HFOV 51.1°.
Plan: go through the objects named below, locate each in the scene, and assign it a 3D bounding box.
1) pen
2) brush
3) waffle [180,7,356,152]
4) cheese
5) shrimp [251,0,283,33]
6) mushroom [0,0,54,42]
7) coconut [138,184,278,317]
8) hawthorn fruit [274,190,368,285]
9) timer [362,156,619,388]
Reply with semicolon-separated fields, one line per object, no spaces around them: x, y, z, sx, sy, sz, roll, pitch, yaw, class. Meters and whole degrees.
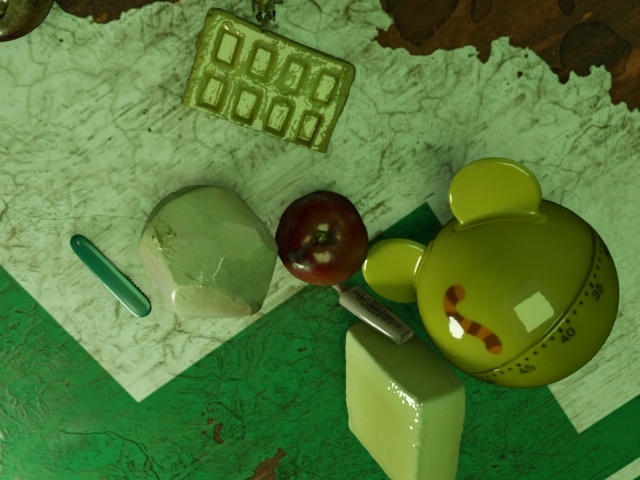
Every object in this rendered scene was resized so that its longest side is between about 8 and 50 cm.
0.086;0.124;1.236;0.053;0.197;0.032;-27;136;-35;pen
-0.376;0.062;1.213;0.043;0.032;0.193;-40;99;11;brush
-0.085;-0.261;1.124;0.274;0.057;0.168;18;105;-15;waffle
0.150;0.306;1.238;0.124;0.242;0.265;-22;128;-28;cheese
-0.051;-0.416;1.075;0.124;0.034;0.178;1;91;-24;shrimp
-0.517;-0.419;0.946;0.278;0.163;0.297;-43;111;-2;mushroom
-0.177;0.028;1.115;0.224;0.234;0.224;-28;148;-19;coconut
0.000;0.000;1.172;0.173;0.173;0.172;-3;110;-8;hawthorn fruit
0.307;0.059;1.164;0.387;0.376;0.376;38;100;-8;timer
